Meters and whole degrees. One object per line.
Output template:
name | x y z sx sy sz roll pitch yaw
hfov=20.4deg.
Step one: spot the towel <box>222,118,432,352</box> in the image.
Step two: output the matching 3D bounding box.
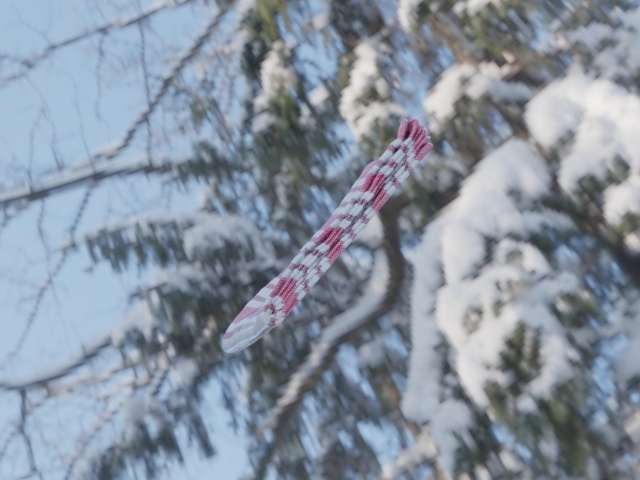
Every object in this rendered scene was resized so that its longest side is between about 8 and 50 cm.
towel | 0.000 0.000 1.326 0.029 0.144 0.197 42 -109 -2
